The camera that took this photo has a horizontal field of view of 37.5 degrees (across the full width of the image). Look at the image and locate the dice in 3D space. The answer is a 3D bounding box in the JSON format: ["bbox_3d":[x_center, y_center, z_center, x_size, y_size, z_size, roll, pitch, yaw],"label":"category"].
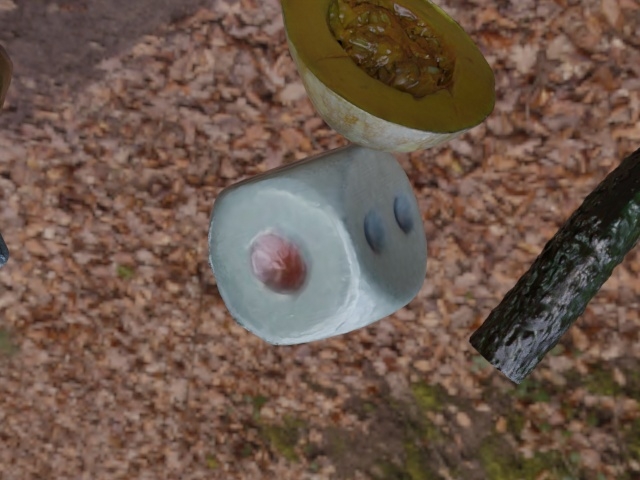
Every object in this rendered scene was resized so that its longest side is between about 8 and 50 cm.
[{"bbox_3d":[0.000,0.000,1.511,0.268,0.265,0.262,-15,-172,33],"label":"dice"}]

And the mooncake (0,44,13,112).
[{"bbox_3d":[-0.547,-0.182,1.139,0.323,0.187,0.324,8,172,1],"label":"mooncake"}]

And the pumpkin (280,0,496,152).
[{"bbox_3d":[0.048,-0.153,0.868,0.217,0.217,0.110,9,144,-19],"label":"pumpkin"}]

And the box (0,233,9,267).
[{"bbox_3d":[-0.654,-0.033,1.620,0.162,0.227,0.130,-26,174,-16],"label":"box"}]

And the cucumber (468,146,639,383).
[{"bbox_3d":[0.254,0.005,0.886,0.067,0.293,0.067,39,179,1],"label":"cucumber"}]
